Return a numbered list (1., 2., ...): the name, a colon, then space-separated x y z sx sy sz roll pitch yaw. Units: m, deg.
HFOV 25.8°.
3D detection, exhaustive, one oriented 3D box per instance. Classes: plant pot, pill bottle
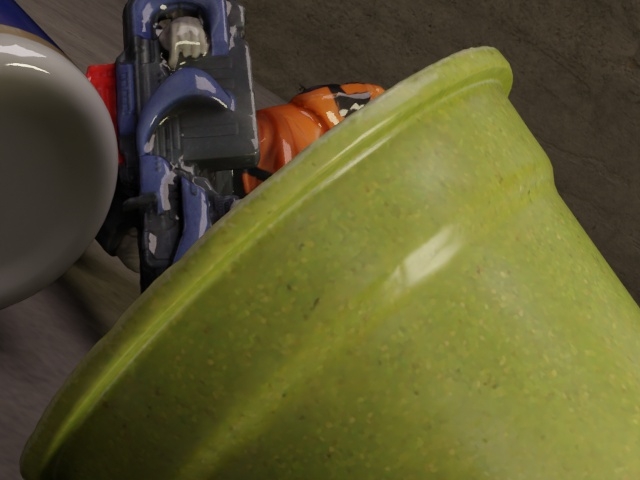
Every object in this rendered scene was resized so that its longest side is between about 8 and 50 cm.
1. plant pot: 0.062 0.103 0.591 0.254 0.276 0.276 47 12 10
2. pill bottle: -0.228 -0.085 0.764 0.153 0.153 0.264 26 12 -42

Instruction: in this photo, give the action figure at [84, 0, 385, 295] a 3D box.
1. action figure: -0.050 -0.005 0.916 0.330 0.178 0.341 9 56 -10
